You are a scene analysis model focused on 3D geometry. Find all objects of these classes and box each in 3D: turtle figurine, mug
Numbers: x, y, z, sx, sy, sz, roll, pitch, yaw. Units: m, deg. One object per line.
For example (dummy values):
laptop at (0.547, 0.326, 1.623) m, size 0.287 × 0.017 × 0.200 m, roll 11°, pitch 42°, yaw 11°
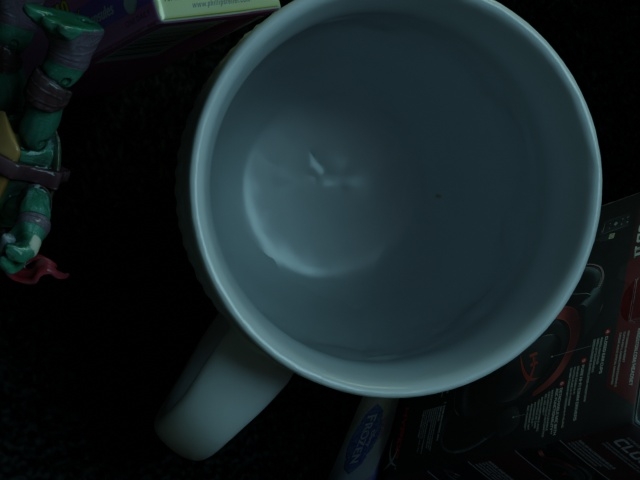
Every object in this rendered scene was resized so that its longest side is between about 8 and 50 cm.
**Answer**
turtle figurine at (-0.229, -0.058, 1.174) m, size 0.118 × 0.175 × 0.234 m, roll -6°, pitch 120°, yaw -63°
mug at (0.000, 0.000, 1.253) m, size 0.276 × 0.328 × 0.374 m, roll 36°, pitch 87°, yaw -8°

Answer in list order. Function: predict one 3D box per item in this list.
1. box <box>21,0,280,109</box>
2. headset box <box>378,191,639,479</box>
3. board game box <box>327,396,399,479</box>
box at (-0.170, -0.241, 1.232) m, size 0.117 × 0.213 × 0.243 m, roll -14°, pitch 87°, yaw -45°
headset box at (0.202, 0.096, 1.331) m, size 0.110 × 0.293 × 0.218 m, roll 36°, pitch 52°, yaw -28°
board game box at (0.128, 0.288, 1.448) m, size 0.318 × 0.066 × 0.319 m, roll 44°, pitch 50°, yaw -25°
